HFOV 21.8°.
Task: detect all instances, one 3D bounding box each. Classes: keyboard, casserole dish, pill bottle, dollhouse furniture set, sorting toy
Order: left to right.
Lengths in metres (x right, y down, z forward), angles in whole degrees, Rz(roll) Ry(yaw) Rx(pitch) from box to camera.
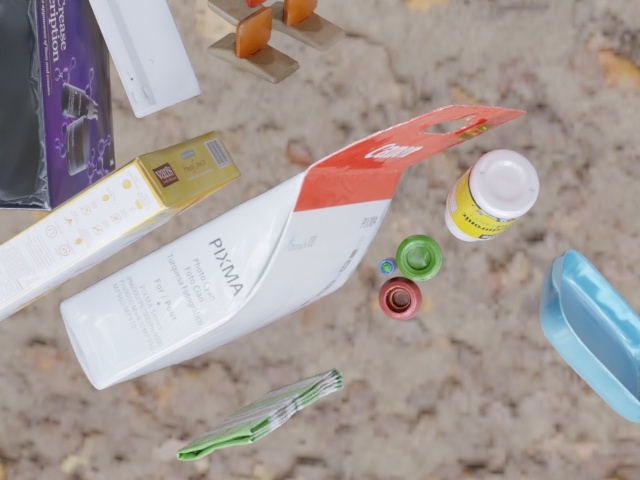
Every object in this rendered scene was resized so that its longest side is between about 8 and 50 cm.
[{"bbox_3d":[-0.195,-0.252,1.641,0.072,0.014,0.256,-24,103,-14],"label":"keyboard"},{"bbox_3d":[0.012,-0.308,1.605,0.135,0.259,0.262,29,136,25],"label":"dollhouse furniture set"},{"bbox_3d":[0.096,0.037,1.826,0.061,0.042,0.102,29,102,9],"label":"sorting toy"},{"bbox_3d":[0.153,-0.037,1.529,0.065,0.065,0.116,16,162,-8],"label":"pill bottle"},{"bbox_3d":[0.255,0.091,1.502,0.037,0.114,0.188,-30,116,31],"label":"casserole dish"}]

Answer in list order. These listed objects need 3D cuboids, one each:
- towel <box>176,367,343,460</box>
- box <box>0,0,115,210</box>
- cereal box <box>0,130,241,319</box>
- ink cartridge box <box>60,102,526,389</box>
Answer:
[{"bbox_3d":[-0.057,0.174,1.625,0.113,0.152,0.023,-24,94,42],"label":"towel"},{"bbox_3d":[-0.295,-0.180,1.721,0.103,0.184,0.261,2,107,12],"label":"box"},{"bbox_3d":[-0.189,0.004,1.233,0.240,0.173,0.047,-31,92,19],"label":"cereal box"},{"bbox_3d":[0.000,0.000,1.480,0.385,0.308,0.091,-26,85,18],"label":"ink cartridge box"}]
